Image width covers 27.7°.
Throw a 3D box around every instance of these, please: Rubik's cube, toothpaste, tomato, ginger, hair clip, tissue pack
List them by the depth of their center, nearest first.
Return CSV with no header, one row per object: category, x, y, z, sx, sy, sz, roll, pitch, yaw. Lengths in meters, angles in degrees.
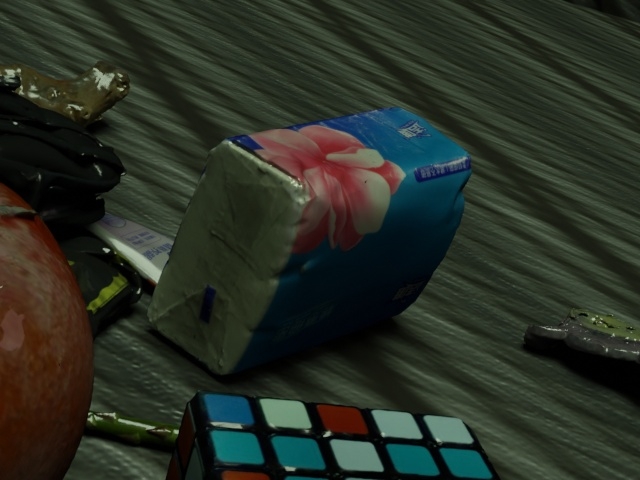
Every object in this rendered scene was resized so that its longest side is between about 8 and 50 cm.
Rubik's cube,0.005,0.212,0.718,0.182,0.184,0.187,8,24,-20
tomato,-0.265,0.079,0.761,0.265,0.265,0.265,14,24,-7
tissue pack,0.000,0.000,1.162,0.137,0.209,0.270,39,30,23
toothpaste,-0.227,-0.023,1.245,0.301,0.048,0.075,28,15,18
hair clip,0.318,0.112,1.316,0.187,0.056,0.146,27,18,27
ginger,-0.343,-0.157,1.440,0.290,0.084,0.122,-5,10,-35

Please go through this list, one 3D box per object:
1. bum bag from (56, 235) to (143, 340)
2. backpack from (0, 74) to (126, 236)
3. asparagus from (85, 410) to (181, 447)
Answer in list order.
bum bag,-0.219,0.051,1.070,0.107,0.060,0.232,26,19,0
backpack,-0.292,-0.075,1.125,0.258,0.133,0.206,10,28,-47
asparagus,-0.121,0.144,0.980,0.248,0.024,0.025,13,17,-7
